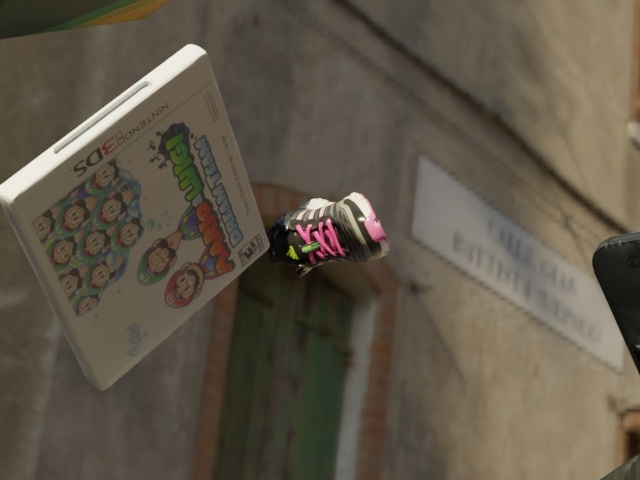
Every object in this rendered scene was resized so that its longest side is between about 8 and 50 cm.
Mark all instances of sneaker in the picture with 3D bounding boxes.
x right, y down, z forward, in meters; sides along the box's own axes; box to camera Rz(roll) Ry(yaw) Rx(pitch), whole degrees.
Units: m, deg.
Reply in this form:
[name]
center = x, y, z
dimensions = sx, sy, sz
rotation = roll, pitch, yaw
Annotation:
[sneaker]
center = 0.000, 0.000, 1.260
dimensions = 0.075, 0.063, 0.170
rotation = -28, 14, -21

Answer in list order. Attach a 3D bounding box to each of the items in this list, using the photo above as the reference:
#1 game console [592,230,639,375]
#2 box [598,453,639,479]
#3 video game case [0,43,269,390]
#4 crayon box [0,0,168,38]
[game console]
center = 0.366, 0.123, 1.175
dimensions = 0.293, 0.173, 0.250
rotation = -11, -65, 39
[box]
center = 0.117, 0.207, 0.568
dimensions = 0.184, 0.045, 0.190
rotation = -41, -85, 23
[video game case]
center = -0.100, -0.011, 0.821
dimensions = 0.019, 0.143, 0.157
rotation = 28, -32, 37
[crayon box]
center = -0.259, -0.331, 1.064
dimensions = 0.106, 0.363, 0.313
rotation = -32, 0, 23
